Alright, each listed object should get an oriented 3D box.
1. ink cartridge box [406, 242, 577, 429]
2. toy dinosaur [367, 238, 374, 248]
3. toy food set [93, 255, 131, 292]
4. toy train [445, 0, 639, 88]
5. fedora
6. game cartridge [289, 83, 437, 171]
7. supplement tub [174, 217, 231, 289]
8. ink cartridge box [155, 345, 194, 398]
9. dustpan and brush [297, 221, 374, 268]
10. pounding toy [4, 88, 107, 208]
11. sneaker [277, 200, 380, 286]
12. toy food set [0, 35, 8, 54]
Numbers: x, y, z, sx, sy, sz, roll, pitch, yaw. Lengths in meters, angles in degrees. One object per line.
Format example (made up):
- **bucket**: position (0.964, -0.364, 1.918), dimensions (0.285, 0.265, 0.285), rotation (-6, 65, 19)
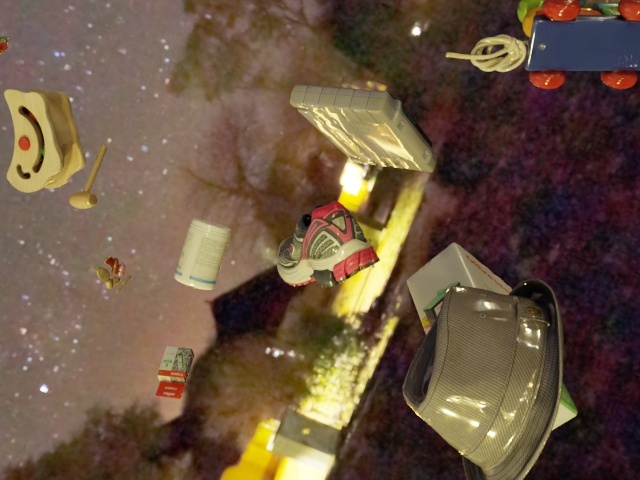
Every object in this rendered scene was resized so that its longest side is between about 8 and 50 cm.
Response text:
- **ink cartridge box**: position (0.273, 0.166, 1.212), dimensions (0.117, 0.201, 0.278), rotation (-40, 35, 20)
- **toy dinosaur**: position (0.065, 0.036, 1.732), dimensions (0.092, 0.053, 0.183), rotation (-26, -10, -48)
- **toy food set**: position (-0.527, 0.078, 1.868), dimensions (0.078, 0.019, 0.122), rotation (-54, -30, -24)
- **toy train**: position (0.268, -0.261, 0.900), dimensions (0.143, 0.248, 0.105), rotation (-90, 0, -52)
- **fedora**: position (0.175, 0.150, 0.863), dimensions (0.275, 0.124, 0.243), rotation (-69, 1, -53)
- **game cartridge**: position (0.111, -0.248, 1.653), dimensions (0.355, 0.230, 0.068), rotation (32, -113, -61)
- **supplement tub**: position (-0.196, 0.023, 1.231), dimensions (0.071, 0.071, 0.107), rotation (-68, -3, -87)
- **ink cartridge box**: position (-0.327, 0.294, 1.650), dimensions (0.029, 0.063, 0.115), rotation (87, -169, -49)
- **dustpan and brush**: position (0.056, 0.000, 1.896), dimensions (0.060, 0.211, 0.147), rotation (-42, -7, 36)
- **pounding toy**: position (-0.562, -0.190, 1.563), dimensions (0.155, 0.154, 0.269), rotation (-25, -78, -63)
- **sneaker**: position (0.000, 0.000, 1.178), dimensions (0.121, 0.112, 0.299), rotation (-27, 6, -20)
- **toy food set**: position (-0.761, -0.451, 1.700), dimensions (0.083, 0.082, 0.020), rotation (-48, -17, -33)
